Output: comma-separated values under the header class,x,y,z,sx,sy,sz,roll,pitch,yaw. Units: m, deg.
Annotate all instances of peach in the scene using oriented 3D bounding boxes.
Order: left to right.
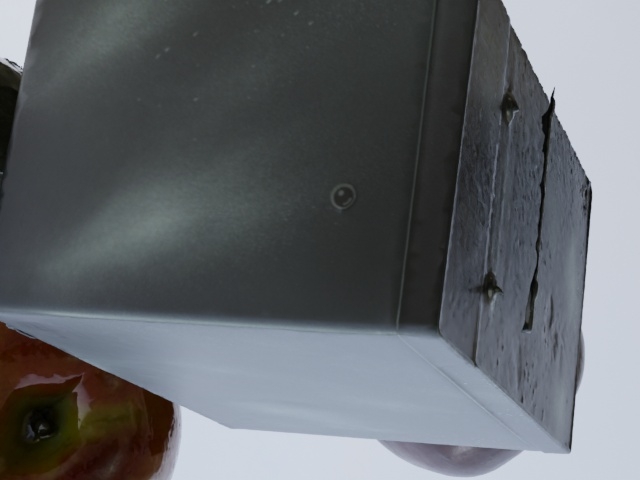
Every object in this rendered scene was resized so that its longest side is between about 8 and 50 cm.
class,x,y,z,sx,sy,sz,roll,pitch,yaw
peach,-0.325,0.223,1.625,0.335,0.406,0.310,25,-127,-17

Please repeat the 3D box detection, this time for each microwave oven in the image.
class,x,y,z,sx,sy,sz,roll,pitch,yaw
microwave oven,0.000,0.000,1.117,0.432,0.374,0.236,43,-129,-65

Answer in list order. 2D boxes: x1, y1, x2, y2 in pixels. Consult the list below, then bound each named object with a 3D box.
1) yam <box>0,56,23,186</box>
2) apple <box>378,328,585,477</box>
class,x,y,z,sx,sy,sz,roll,pitch,yaw
yam,-0.298,-0.080,1.026,0.254,0.154,0.154,22,-140,-42
apple,0.159,0.123,1.798,0.317,0.288,0.288,55,-157,-30
